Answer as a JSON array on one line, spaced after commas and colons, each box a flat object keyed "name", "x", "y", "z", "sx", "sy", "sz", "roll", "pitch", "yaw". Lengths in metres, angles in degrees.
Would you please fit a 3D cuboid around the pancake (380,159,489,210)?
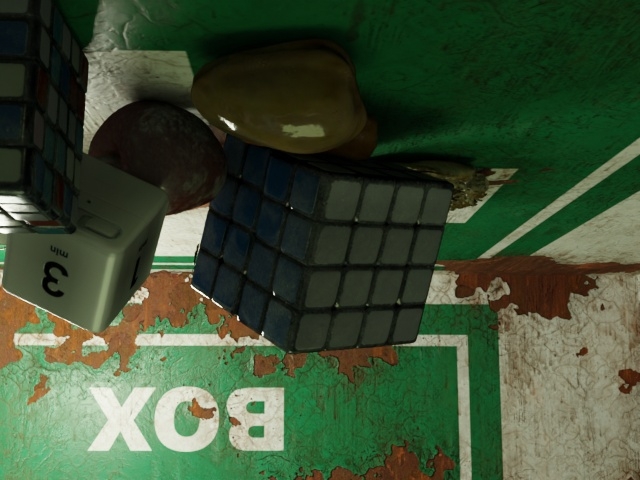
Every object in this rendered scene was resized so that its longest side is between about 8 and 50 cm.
[{"name": "pancake", "x": 0.217, "y": -0.125, "z": 2.058, "sx": 0.383, "sy": 0.071, "sz": 0.382, "roll": 0, "pitch": 169, "yaw": 0}]

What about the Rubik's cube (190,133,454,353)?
[{"name": "Rubik's cube", "x": 0.000, "y": 0.000, "z": 1.684, "sx": 0.344, "sy": 0.344, "sz": 0.337, "roll": 2, "pitch": -163, "yaw": -41}]

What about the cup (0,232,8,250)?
[{"name": "cup", "x": -0.569, "y": -0.136, "z": 1.570, "sx": 0.253, "sy": 0.253, "sz": 0.274, "roll": 7, "pitch": 161, "yaw": -33}]

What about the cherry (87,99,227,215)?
[{"name": "cherry", "x": -0.302, "y": -0.145, "z": 1.563, "sx": 0.286, "sy": 0.212, "sz": 0.236, "roll": 0, "pitch": -173, "yaw": -37}]

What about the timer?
[{"name": "timer", "x": -0.387, "y": 0.000, "z": 1.432, "sx": 0.193, "sy": 0.194, "sz": 0.195, "roll": 25, "pitch": 128, "yaw": 3}]

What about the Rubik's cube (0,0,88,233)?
[{"name": "Rubik's cube", "x": -0.491, "y": -0.171, "z": 1.178, "sx": 0.293, "sy": 0.286, "sz": 0.292, "roll": 1, "pitch": 170, "yaw": -1}]

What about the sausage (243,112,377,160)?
[{"name": "sausage", "x": -0.028, "y": -0.204, "z": 1.527, "sx": 0.271, "sy": 0.108, "sz": 0.109, "roll": 5, "pitch": 169, "yaw": -32}]

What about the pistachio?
[{"name": "pistachio", "x": -0.062, "y": -0.210, "z": 1.329, "sx": 0.261, "sy": 0.162, "sz": 0.212, "roll": 1, "pitch": 137, "yaw": 9}]
